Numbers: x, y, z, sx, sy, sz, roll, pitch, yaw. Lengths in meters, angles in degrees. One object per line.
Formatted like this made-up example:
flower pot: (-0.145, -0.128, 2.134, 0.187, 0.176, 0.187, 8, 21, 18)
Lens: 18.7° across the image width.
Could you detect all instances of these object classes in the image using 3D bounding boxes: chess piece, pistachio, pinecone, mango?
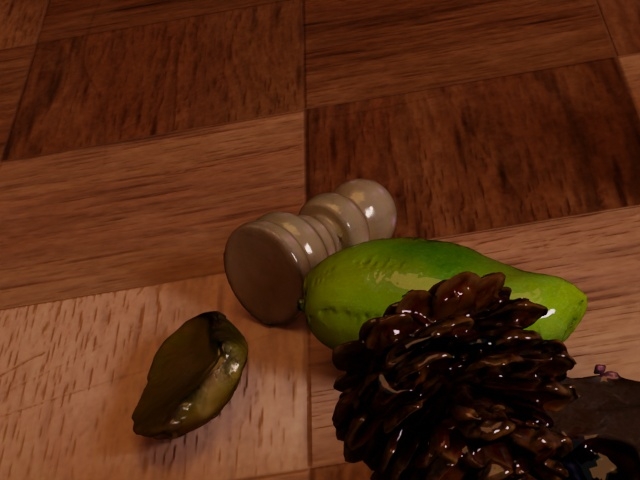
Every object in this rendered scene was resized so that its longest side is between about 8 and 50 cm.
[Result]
chess piece: (0.000, 0.000, 1.722, 0.094, 0.094, 0.170, 11, 28, 36)
pistachio: (-0.097, 0.115, 1.575, 0.089, 0.049, 0.173, -28, 23, 24)
pinecone: (0.087, 0.106, 1.209, 0.174, 0.173, 0.173, -9, 28, 5)
mango: (0.098, 0.054, 1.551, 0.233, 0.111, 0.125, 0, 34, 18)

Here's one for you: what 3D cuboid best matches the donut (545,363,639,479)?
donut: (0.170, 0.186, 1.287, 0.270, 0.103, 0.269, -9, 30, 5)
